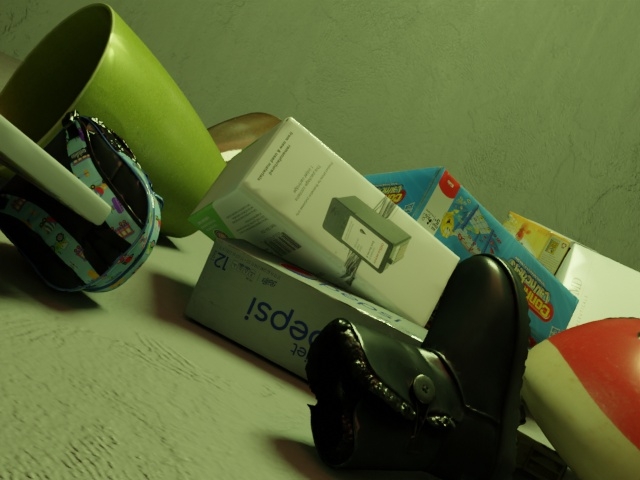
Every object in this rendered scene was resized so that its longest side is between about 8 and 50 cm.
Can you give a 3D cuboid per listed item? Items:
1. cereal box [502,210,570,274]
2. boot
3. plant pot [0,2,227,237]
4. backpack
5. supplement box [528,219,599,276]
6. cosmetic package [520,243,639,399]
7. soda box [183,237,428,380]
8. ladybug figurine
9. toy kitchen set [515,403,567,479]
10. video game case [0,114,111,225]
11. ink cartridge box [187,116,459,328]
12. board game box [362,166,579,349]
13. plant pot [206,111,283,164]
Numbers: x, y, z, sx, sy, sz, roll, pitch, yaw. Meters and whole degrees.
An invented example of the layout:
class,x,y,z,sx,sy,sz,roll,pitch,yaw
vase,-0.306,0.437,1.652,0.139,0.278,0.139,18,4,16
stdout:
class,x,y,z,sx,sy,sz,roll,pitch,yaw
cereal box,0.299,0.081,1.569,0.047,0.240,0.173,26,5,-16
boot,0.092,0.101,0.889,0.207,0.246,0.094,22,-27,-33
plant pot,-0.277,-0.136,1.366,0.293,0.275,0.275,38,-2,-36
backpack,-0.235,-0.023,0.994,0.173,0.158,0.117,44,-2,30
supplement box,0.356,0.099,1.626,0.073,0.239,0.130,22,8,-29
cosmetic package,0.496,0.192,1.410,0.385,0.156,0.217,25,47,5
soda box,0.000,0.099,1.059,0.286,0.098,0.091,25,7,15
ladybug figurine,0.365,0.209,0.963,0.305,0.162,0.449,34,10,-28
toy kitchen set,0.226,0.220,1.030,0.075,0.068,0.083,28,9,26
video game case,-0.315,-0.107,0.861,0.206,0.026,0.227,30,-9,26
ink cartridge box,0.000,0.000,1.171,0.273,0.115,0.198,39,-23,-14
board game box,0.145,0.031,1.343,0.302,0.086,0.308,40,-22,-26
plant pot,-0.182,-0.129,1.803,0.215,0.215,0.230,28,23,27
